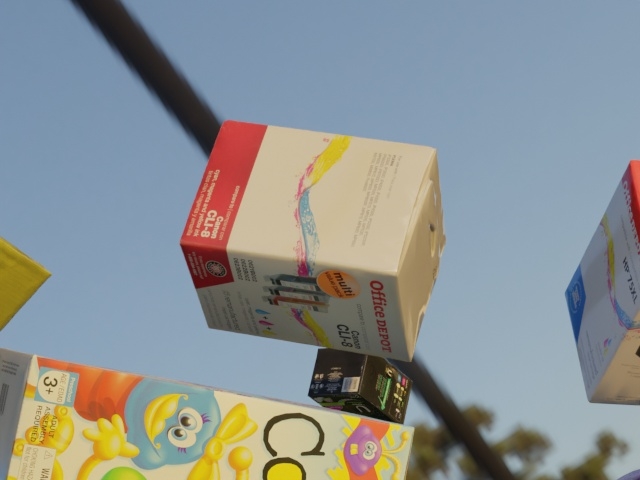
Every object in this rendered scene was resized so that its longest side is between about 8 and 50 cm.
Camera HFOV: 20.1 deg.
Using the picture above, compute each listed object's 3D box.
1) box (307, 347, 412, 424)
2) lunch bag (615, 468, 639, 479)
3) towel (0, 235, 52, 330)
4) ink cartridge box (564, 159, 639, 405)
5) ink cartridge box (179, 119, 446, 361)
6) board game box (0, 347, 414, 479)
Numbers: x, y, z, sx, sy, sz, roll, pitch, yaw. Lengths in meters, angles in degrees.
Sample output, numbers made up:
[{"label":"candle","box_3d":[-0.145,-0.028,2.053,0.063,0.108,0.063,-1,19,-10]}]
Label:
[{"label":"box","box_3d":[0.038,0.141,1.719,0.062,0.052,0.083,-5,-30,34]},{"label":"lunch bag","box_3d":[0.219,0.213,0.804,0.243,0.115,0.303,-19,34,26]},{"label":"towel","box_3d":[-0.302,0.095,1.334,0.237,0.021,0.102,-49,-26,-2]},{"label":"ink cartridge box","box_3d":[0.294,0.025,1.581,0.078,0.134,0.231,5,-43,-12]},{"label":"ink cartridge box","box_3d":[0.000,0.000,1.423,0.176,0.127,0.128,8,-34,15]},{"label":"board game box","box_3d":[-0.096,0.171,1.269,0.275,0.142,0.144,12,-5,-19]}]
